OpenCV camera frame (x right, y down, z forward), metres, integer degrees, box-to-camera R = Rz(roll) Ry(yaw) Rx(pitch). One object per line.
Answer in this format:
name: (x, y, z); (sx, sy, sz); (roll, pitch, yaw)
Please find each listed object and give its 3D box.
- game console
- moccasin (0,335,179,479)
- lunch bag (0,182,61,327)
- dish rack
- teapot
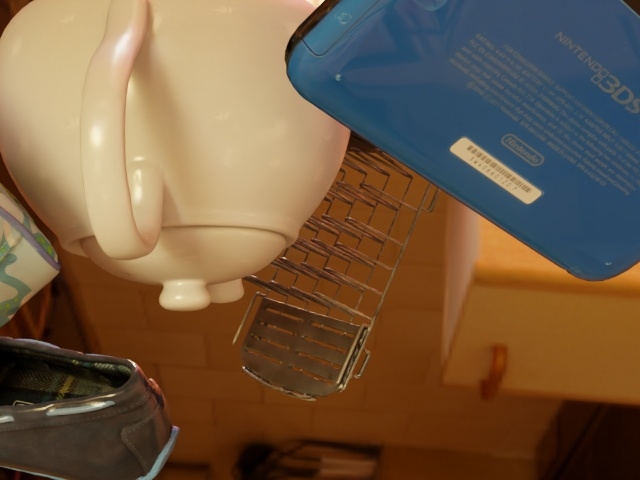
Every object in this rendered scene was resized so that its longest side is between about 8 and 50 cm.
game console: (0.152, -0.152, 0.648); (0.250, 0.293, 0.173); (-41, -143, 28)
moccasin: (-0.279, 0.105, 0.883); (0.138, 0.341, 0.117); (-77, 167, -47)
lunch bag: (-0.254, -0.042, 0.598); (0.176, 0.090, 0.219); (37, -7, 48)
dish rack: (0.000, 0.000, 0.970); (0.208, 0.074, 0.272); (10, -106, 59)
teapot: (-0.093, -0.048, 0.714); (0.252, 0.256, 0.187); (-15, -106, 49)
